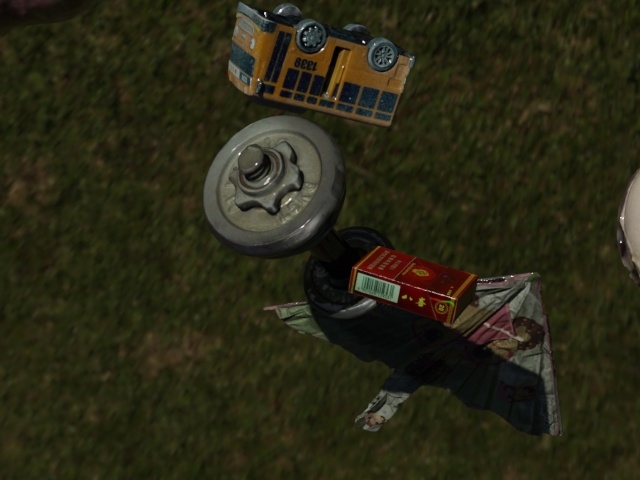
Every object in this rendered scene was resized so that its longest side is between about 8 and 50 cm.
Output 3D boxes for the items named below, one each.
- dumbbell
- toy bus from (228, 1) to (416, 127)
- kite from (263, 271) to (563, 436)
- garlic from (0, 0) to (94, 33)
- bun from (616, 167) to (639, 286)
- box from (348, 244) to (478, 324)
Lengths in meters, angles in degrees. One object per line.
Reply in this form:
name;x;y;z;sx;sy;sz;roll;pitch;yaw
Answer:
dumbbell;0.000;0.000;1.199;0.110;0.110;0.254;-10;150;21
toy bus;-0.006;-0.183;1.674;0.182;0.091;0.103;11;106;-27
kite;0.110;0.102;1.406;0.323;0.013;0.268;26;134;-22
garlic;-0.200;-0.235;0.968;0.245;0.160;0.245;-6;112;-16
bun;0.378;-0.014;1.514;0.173;0.173;0.120;50;161;-15
box;0.068;0.032;1.164;0.082;0.051;0.023;17;115;18
